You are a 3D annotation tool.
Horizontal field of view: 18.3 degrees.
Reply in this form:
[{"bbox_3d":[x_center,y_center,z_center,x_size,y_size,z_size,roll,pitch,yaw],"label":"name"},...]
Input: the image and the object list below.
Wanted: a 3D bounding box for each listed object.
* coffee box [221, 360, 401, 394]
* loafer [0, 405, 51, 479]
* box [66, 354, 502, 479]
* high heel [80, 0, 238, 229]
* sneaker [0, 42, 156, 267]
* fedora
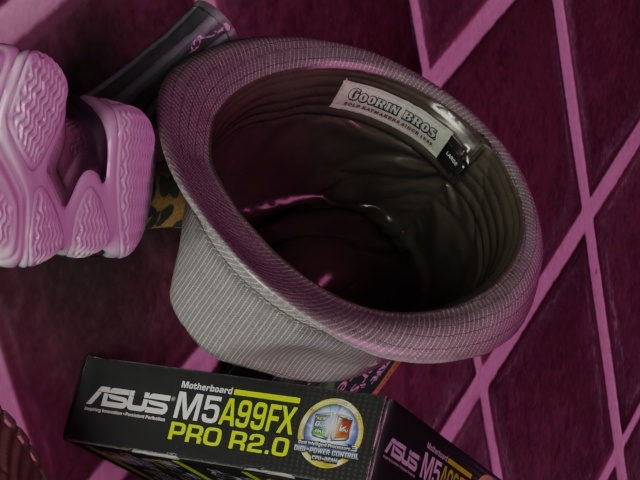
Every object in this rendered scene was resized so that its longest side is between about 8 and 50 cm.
[{"bbox_3d":[0.013,0.072,1.470,0.113,0.040,0.184,-54,156,12],"label":"coffee box"},{"bbox_3d":[-0.181,0.194,1.113,0.102,0.092,0.268,-90,156,-64],"label":"loafer"},{"bbox_3d":[-0.006,0.153,1.311,0.270,0.216,0.060,40,60,-57],"label":"box"},{"bbox_3d":[-0.115,-0.012,1.258,0.186,0.093,0.261,-44,150,-22],"label":"high heel"},{"bbox_3d":[-0.189,-0.041,0.981,0.268,0.153,0.101,16,81,-74],"label":"sneaker"},{"bbox_3d":[0.000,0.000,1.180,0.275,0.244,0.124,-29,161,-50],"label":"fedora"}]
